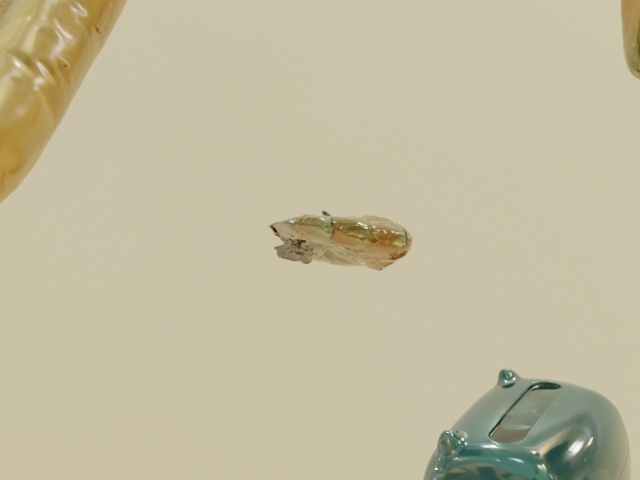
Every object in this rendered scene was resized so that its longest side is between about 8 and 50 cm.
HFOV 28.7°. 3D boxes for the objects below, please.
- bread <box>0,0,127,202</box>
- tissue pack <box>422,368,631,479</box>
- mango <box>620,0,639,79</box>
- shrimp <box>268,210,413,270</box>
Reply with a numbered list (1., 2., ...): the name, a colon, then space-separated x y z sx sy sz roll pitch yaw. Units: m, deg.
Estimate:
1. bread: -0.233 -0.139 0.972 0.142 0.091 0.305 -8 -136 32
2. tissue pack: 0.237 0.276 1.427 0.198 0.287 0.206 0 -71 32
3. mango: 0.396 -0.262 1.455 0.089 0.115 0.165 -1 -99 32
4. shrimp: 0.000 0.000 0.947 0.099 0.180 0.041 5 -93 -25
